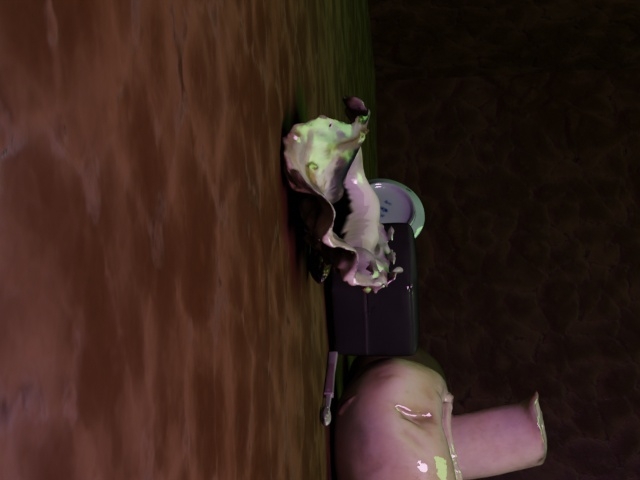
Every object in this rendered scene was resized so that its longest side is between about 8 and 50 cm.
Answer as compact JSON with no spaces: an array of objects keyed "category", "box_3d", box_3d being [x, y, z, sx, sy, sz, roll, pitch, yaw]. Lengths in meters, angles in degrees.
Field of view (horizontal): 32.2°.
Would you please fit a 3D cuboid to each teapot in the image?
[{"category":"teapot","box_3d":[0.112,-0.021,2.132,0.232,0.159,0.159,-56,155,-31]}]

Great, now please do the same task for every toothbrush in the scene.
[{"category":"toothbrush","box_3d":[0.013,0.212,1.608,0.194,0.014,0.017,-79,165,-68]}]

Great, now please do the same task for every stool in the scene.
[{"category":"stool","box_3d":[0.085,0.079,1.756,0.232,0.141,0.232,-3,90,-86]}]

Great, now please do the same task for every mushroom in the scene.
[{"category":"mushroom","box_3d":[0.185,0.330,1.724,0.314,0.336,0.314,-11,90,-83]}]

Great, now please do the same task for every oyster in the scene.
[{"category":"oyster","box_3d":[0.024,-0.058,1.367,0.351,0.115,0.238,-92,169,-72]}]

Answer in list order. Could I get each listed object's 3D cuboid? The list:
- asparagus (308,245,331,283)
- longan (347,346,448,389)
[{"category":"asparagus","box_3d":[0.000,0.000,1.477,0.165,0.030,0.036,-87,-160,-48]},{"category":"longan","box_3d":[0.142,0.288,2.047,0.220,0.197,0.196,99,-4,-45]}]
